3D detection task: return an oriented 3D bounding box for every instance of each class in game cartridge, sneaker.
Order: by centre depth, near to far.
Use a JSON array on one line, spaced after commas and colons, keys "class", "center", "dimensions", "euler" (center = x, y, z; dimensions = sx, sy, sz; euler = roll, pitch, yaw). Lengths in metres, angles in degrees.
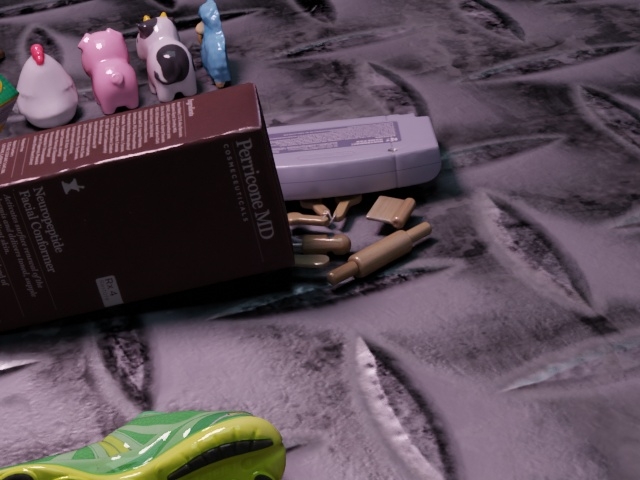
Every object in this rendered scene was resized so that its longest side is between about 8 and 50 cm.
[{"class": "sneaker", "center": [-0.177, 0.224, 1.138], "dimensions": [0.295, 0.109, 0.123], "euler": [-12, 7, -6]}, {"class": "game cartridge", "center": [0.010, -0.111, 1.677], "dimensions": [0.294, 0.060, 0.196], "euler": [-6, 17, 3]}]

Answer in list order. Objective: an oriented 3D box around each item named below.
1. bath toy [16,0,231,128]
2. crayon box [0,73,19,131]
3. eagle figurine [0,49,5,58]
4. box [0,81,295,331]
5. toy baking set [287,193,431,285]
[{"class": "bath toy", "center": [-0.320, -0.285, 1.995], "dimensions": [0.348, 0.129, 0.151], "euler": [-18, 32, -18]}, {"class": "crayon box", "center": [-0.501, -0.093, 1.570], "dimensions": [0.081, 0.278, 0.165], "euler": [43, 43, 2]}, {"class": "eagle figurine", "center": [-0.716, -0.343, 2.119], "dimensions": [0.298, 0.226, 0.225], "euler": [0, 50, 2]}, {"class": "box", "center": [-0.235, -0.035, 1.456], "dimensions": [0.381, 0.191, 0.143], "euler": [-14, 30, -1]}, {"class": "toy baking set", "center": [0.006, 0.001, 1.540], "dimensions": [0.256, 0.030, 0.196], "euler": [-30, 35, -36]}]
